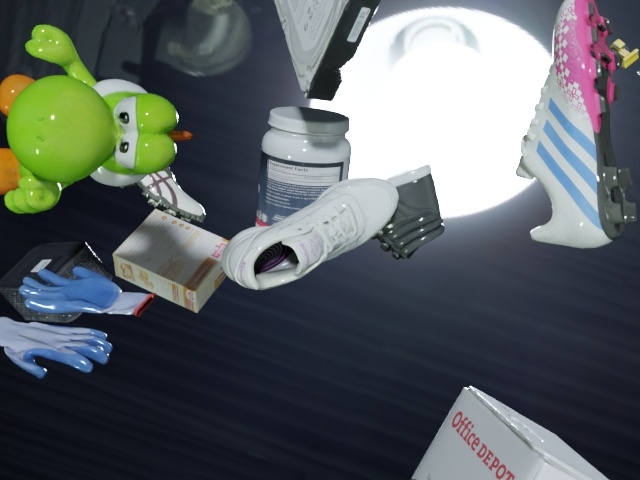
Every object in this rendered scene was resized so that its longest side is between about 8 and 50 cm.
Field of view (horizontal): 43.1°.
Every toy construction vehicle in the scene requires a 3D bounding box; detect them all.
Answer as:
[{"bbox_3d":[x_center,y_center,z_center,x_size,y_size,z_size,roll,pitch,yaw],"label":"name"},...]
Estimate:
[{"bbox_3d":[0.516,-0.296,1.274,0.086,0.098,0.035,-35,-20,-10],"label":"toy construction vehicle"}]

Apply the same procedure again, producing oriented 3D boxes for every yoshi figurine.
[{"bbox_3d":[-0.309,-0.130,0.938,0.203,0.362,0.203,-44,-60,-29],"label":"yoshi figurine"}]

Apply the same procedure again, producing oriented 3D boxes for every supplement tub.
[{"bbox_3d":[-0.035,-0.133,1.717,0.191,0.191,0.272,-53,-28,-68],"label":"supplement tub"}]

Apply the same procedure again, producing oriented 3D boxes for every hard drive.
[{"bbox_3d":[-0.002,-0.444,1.426,0.237,0.064,0.338,120,146,-45],"label":"hard drive"}]

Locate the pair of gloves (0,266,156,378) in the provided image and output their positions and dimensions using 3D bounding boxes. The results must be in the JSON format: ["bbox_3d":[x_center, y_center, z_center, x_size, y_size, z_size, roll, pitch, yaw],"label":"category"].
[{"bbox_3d":[-0.285,0.085,0.902,0.198,0.159,0.023,-60,-24,-60],"label":"pair of gloves"}]

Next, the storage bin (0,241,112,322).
[{"bbox_3d":[-0.477,0.073,1.451,0.122,0.180,0.084,-54,-55,-35],"label":"storage bin"}]

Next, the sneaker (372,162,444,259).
[{"bbox_3d":[0.086,-0.019,1.440,0.104,0.296,0.146,-30,-81,-61],"label":"sneaker"}]

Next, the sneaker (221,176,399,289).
[{"bbox_3d":[0.000,0.000,1.272,0.114,0.305,0.152,65,169,-18],"label":"sneaker"}]

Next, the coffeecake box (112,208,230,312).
[{"bbox_3d":[-0.278,0.037,1.559,0.142,0.186,0.068,-54,-20,-39],"label":"coffeecake box"}]

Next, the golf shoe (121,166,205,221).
[{"bbox_3d":[-0.357,-0.136,1.776,0.120,0.273,0.105,-60,16,-9],"label":"golf shoe"}]

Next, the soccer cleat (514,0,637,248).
[{"bbox_3d":[0.312,-0.153,1.052,0.116,0.143,0.331,3,-99,-53],"label":"soccer cleat"}]

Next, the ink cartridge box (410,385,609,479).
[{"bbox_3d":[0.189,0.417,1.005,0.394,0.166,0.285,-60,10,2],"label":"ink cartridge box"}]
